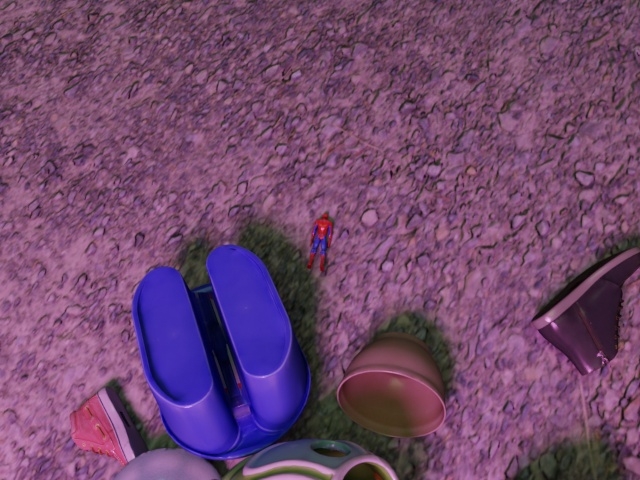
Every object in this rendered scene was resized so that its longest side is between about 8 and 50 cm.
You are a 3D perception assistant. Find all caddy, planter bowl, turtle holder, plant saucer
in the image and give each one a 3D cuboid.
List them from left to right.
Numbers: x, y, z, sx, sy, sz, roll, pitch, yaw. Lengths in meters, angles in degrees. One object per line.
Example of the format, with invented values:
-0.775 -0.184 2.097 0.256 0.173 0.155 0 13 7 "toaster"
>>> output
-0.235 0.417 0.920 0.195 0.037 0.194 1 83 -5 "plant saucer"
-0.156 0.172 0.968 0.241 0.179 0.341 -18 47 -11 "caddy"
-0.034 0.365 0.781 0.227 0.320 0.243 -37 41 32 "turtle holder"
0.116 0.211 0.937 0.162 0.162 0.109 7 41 12 "planter bowl"

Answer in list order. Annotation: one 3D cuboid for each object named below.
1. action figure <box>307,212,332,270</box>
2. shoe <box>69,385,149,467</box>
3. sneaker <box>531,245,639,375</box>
0.000 0.000 1.105 0.038 0.030 0.115 8 63 6 "action figure"
-0.346 0.332 0.999 0.081 0.063 0.178 -37 61 -6 "shoe"
0.451 0.109 0.969 0.222 0.083 0.118 -36 81 -11 "sneaker"
